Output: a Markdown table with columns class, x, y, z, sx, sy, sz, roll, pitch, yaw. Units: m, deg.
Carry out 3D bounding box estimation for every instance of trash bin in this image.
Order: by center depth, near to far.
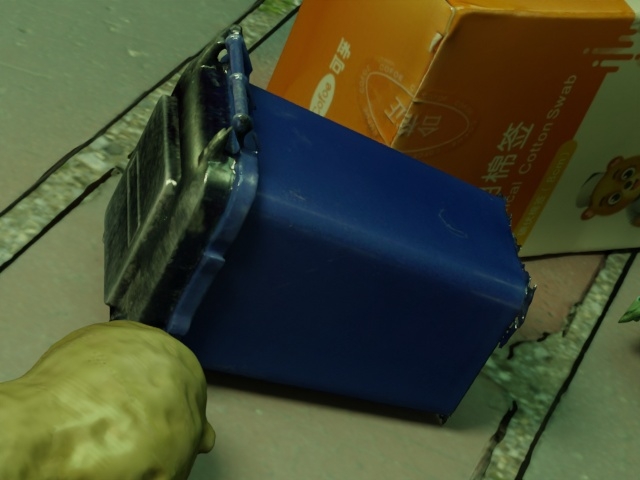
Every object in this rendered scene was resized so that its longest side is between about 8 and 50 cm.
| class | x | y | z | sx | sy | sz | roll | pitch | yaw |
| --- | --- | --- | --- | --- | --- | --- | --- | --- | --- |
| trash bin | 0.000 | 0.000 | 1.183 | 0.234 | 0.184 | 0.162 | 19 | 33 | -18 |

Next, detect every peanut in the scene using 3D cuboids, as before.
| class | x | y | z | sx | sy | sz | roll | pitch | yaw |
| --- | --- | --- | --- | --- | --- | --- | --- | --- | --- |
| peanut | -0.146 | 0.115 | 0.983 | 0.117 | 0.101 | 0.263 | 20 | 26 | 33 |

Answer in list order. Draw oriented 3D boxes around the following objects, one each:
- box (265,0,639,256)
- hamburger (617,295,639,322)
| class | x | y | z | sx | sy | sz | roll | pitch | yaw |
| --- | --- | --- | --- | --- | --- | --- | --- | --- | --- |
| box | 0.140 | -0.111 | 1.380 | 0.341 | 0.225 | 0.143 | -3 | 42 | -36 |
| hamburger | 0.358 | 0.097 | 1.312 | 0.276 | 0.150 | 0.260 | 21 | 6 | 43 |
